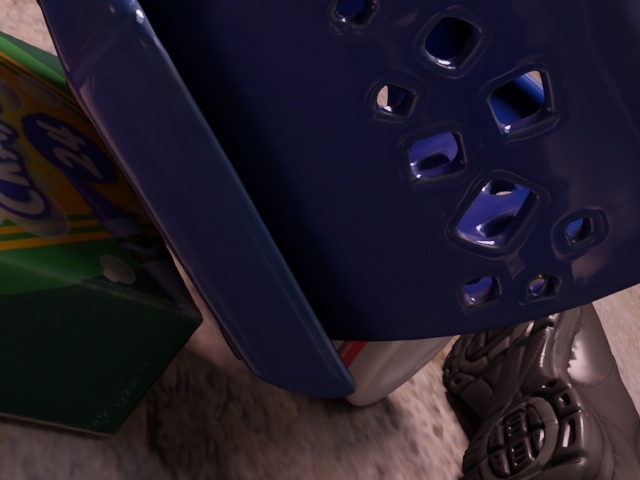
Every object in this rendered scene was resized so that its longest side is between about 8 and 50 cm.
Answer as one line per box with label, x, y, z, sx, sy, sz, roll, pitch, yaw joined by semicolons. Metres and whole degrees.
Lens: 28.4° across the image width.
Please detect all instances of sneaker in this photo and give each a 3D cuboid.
sneaker;0.157;0.118;0.817;0.130;0.109;0.286;44;25;-16

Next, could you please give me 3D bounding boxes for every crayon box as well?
crayon box;-0.221;-0.044;0.508;0.323;0.083;0.203;19;28;-41

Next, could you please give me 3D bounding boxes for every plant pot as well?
plant pot;0.006;-0.082;0.577;0.236;0.212;0.236;63;-3;-33

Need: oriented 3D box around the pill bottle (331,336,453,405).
pill bottle;0.000;0.000;0.757;0.180;0.108;0.108;46;21;18
